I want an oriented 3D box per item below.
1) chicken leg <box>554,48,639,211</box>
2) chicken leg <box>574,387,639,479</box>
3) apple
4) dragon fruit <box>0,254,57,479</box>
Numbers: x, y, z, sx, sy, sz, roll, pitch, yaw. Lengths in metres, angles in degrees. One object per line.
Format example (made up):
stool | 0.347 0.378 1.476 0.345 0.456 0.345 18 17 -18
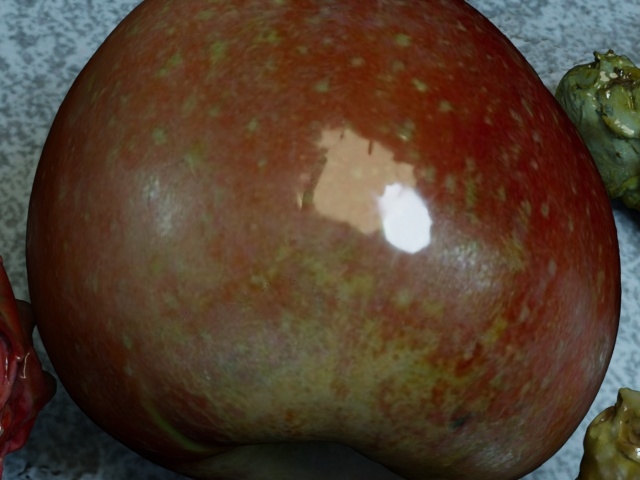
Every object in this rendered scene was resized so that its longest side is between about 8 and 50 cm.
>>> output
chicken leg | 0.250 -0.045 1.070 0.088 0.103 0.228 -12 63 -36
chicken leg | 0.193 0.199 0.806 0.295 0.409 0.182 5 8 -44
apple | 0.000 0.000 0.839 0.348 0.348 0.277 10 70 -5
dragon fruit | -0.288 0.069 0.789 0.293 0.234 0.234 18 48 -40
